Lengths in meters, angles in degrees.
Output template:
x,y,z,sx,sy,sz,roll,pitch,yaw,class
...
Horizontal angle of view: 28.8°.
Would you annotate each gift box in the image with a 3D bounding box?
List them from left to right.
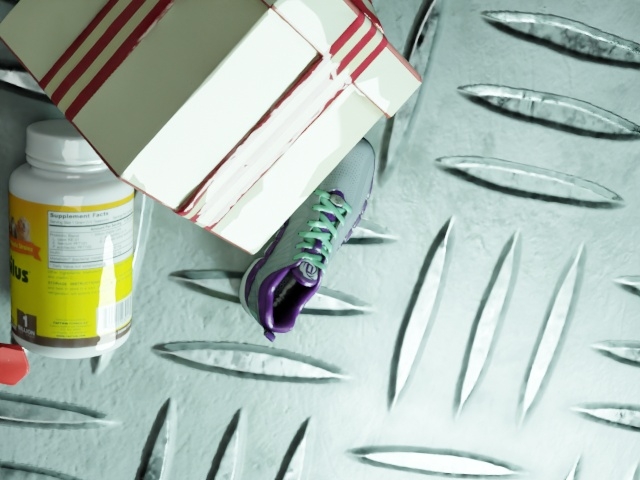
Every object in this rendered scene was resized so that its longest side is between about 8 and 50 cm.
x,y,z,sx,sy,sz,roll,pitch,yaw,class
-0.099,-0.188,1.077,0.258,0.276,0.255,-46,153,6,gift box

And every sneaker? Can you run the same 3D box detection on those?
x,y,z,sx,sy,sz,roll,pitch,yaw,class
0.000,0.000,1.271,0.083,0.098,0.223,25,101,-22,sneaker

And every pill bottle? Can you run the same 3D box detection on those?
x,y,z,sx,sy,sz,roll,pitch,yaw,class
-0.238,-0.004,1.194,0.117,0.117,0.215,-1,109,-15,pill bottle

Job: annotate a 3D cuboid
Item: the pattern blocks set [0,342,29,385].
x,y,z,sx,sy,sz,roll,pitch,yaw,class
-0.482,0.126,1.199,0.325,0.026,0.285,38,93,-23,pattern blocks set
